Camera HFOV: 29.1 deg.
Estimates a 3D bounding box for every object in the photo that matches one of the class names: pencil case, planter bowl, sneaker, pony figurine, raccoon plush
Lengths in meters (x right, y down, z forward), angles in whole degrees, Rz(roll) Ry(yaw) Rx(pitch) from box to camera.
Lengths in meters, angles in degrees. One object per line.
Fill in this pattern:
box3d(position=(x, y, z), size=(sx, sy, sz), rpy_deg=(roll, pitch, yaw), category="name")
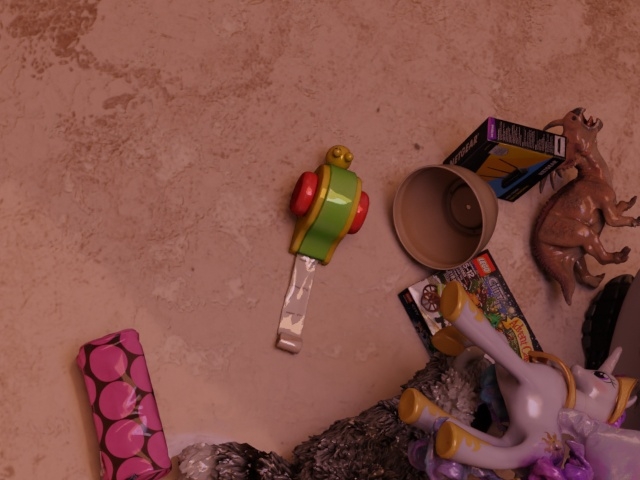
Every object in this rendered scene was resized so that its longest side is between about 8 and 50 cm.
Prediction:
box3d(position=(-0.271, 0.230, 1.677), size=(0.098, 0.095, 0.209), rpy_deg=(-14, 75, -6), category="pencil case")
box3d(position=(0.208, -0.045, 1.904), size=(0.109, 0.162, 0.162), rpy_deg=(-19, 78, -51), category="planter bowl")
box3d(position=(0.475, 0.187, 1.951), size=(0.106, 0.101, 0.267), rpy_deg=(19, 75, -24), category="sneaker")
box3d(position=(0.278, 0.256, 1.555), size=(0.363, 0.303, 0.351), rpy_deg=(22, 58, -28), category="pony figurine")
box3d(position=(0.055, 0.242, 1.702), size=(0.446, 0.216, 0.299), rpy_deg=(18, 71, -13), category="raccoon plush")

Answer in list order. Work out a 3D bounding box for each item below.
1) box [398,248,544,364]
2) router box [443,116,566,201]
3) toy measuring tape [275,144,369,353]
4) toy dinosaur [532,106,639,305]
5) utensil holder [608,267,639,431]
box3d(position=(0.243, 0.149, 1.900), size=(0.159, 0.044, 0.233), rpy_deg=(-25, 82, -24), category="box")
box3d(position=(0.284, -0.124, 1.930), size=(0.133, 0.179, 0.046), rpy_deg=(13, 67, -14), category="router box")
box3d(position=(0.000, 0.000, 1.829), size=(0.121, 0.121, 0.330), rpy_deg=(19, 68, -12), category="toy measuring tape")
box3d(position=(0.401, -0.043, 1.981), size=(0.200, 0.127, 0.296), rpy_deg=(26, 78, -1), category="toy dinosaur")
box3d(position=(0.636, 0.195, 1.747), size=(0.385, 0.327, 0.328), rpy_deg=(14, 68, -2), category="utensil holder")
